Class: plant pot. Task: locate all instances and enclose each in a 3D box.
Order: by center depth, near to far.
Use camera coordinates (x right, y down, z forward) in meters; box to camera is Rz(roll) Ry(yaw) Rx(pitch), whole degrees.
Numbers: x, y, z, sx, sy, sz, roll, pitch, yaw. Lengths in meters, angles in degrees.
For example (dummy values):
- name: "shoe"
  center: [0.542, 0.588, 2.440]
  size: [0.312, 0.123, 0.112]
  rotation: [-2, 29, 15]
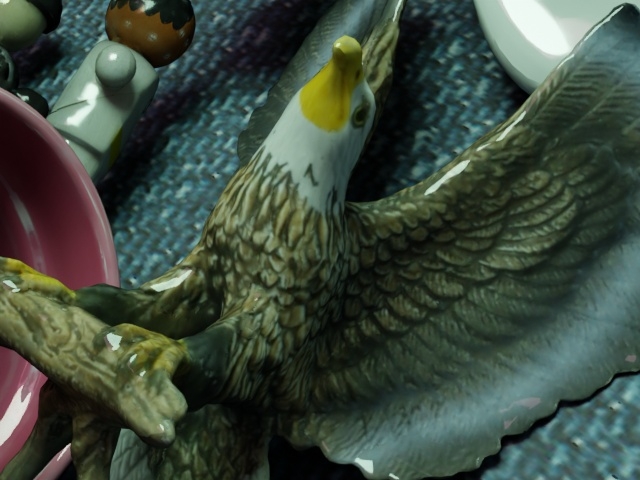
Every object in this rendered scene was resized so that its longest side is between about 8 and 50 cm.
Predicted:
- name: "plant pot"
  center: [-0.223, 0.030, 0.633]
  size: [0.180, 0.201, 0.201]
  rotation: [-3, 46, 42]

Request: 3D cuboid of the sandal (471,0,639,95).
- name: "sandal"
  center: [0.166, -0.234, 0.768]
  size: [0.169, 0.102, 0.416]
  rotation: [3, 63, 7]

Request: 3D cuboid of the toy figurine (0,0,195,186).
- name: "toy figurine"
  center: [-0.186, -0.128, 0.729]
  size: [0.209, 0.213, 0.148]
  rotation: [10, 64, 41]

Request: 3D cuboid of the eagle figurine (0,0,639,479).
- name: "eagle figurine"
  center: [0.005, -0.005, 0.577]
  size: [0.298, 0.226, 0.225]
  rotation: [-28, 1, -39]
